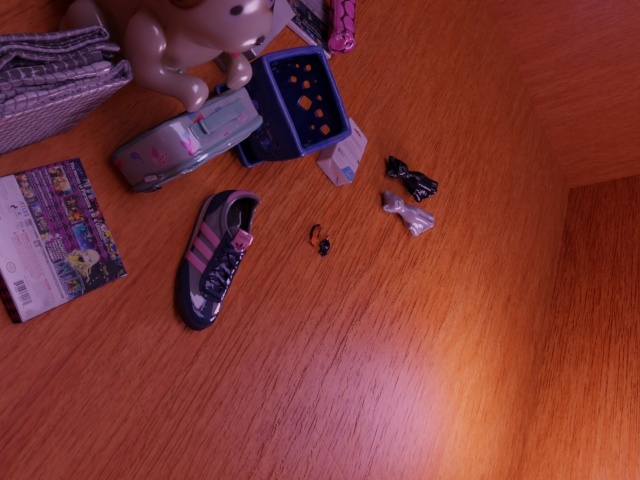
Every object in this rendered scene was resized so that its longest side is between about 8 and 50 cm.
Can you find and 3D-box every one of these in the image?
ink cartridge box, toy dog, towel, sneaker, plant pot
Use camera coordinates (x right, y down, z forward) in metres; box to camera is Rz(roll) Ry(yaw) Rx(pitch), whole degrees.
[{"bbox_3d":[0.065,-0.259,1.701,0.104,0.060,0.180,48,47,-31],"label":"ink cartridge box"},{"bbox_3d":[-0.237,-0.427,1.017,0.285,0.408,0.394,-25,116,-46],"label":"toy dog"},{"bbox_3d":[-0.464,-0.229,0.902,0.284,0.235,0.121,-41,107,-48],"label":"towel"},{"bbox_3d":[-0.209,0.030,1.229,0.112,0.131,0.318,31,58,-43],"label":"sneaker"},{"bbox_3d":[-0.098,-0.306,1.390,0.236,0.212,0.235,-35,108,-50],"label":"plant pot"}]

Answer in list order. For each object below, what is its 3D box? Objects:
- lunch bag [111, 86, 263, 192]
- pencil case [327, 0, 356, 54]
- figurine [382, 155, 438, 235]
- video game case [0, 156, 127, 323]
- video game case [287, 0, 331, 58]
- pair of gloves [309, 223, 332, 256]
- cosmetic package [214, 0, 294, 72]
[{"bbox_3d":[-0.256,-0.200,1.157,0.279,0.224,0.107,-47,117,-47],"label":"lunch bag"},{"bbox_3d":[0.061,-0.666,1.746,0.098,0.095,0.209,77,12,-73],"label":"pencil case"},{"bbox_3d":[0.283,-0.149,1.936,0.210,0.092,0.214,29,59,-35],"label":"figurine"},{"bbox_3d":[-0.462,-0.007,0.996,0.210,0.042,0.231,-32,106,-50],"label":"video game case"},{"bbox_3d":[-0.028,-0.654,1.722,0.190,0.022,0.173,27,60,-46],"label":"video game case"},{"bbox_3d":[0.000,0.000,1.594,0.083,0.010,0.074,51,44,-34],"label":"pair of gloves"},{"bbox_3d":[-0.168,-0.516,1.436,0.085,0.118,0.231,54,43,-30],"label":"cosmetic package"}]
